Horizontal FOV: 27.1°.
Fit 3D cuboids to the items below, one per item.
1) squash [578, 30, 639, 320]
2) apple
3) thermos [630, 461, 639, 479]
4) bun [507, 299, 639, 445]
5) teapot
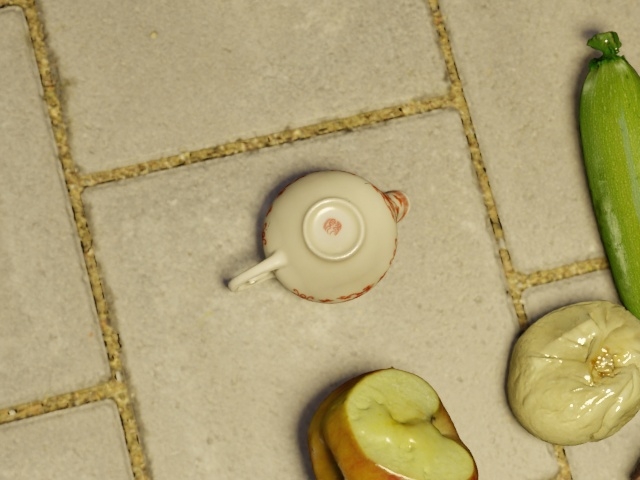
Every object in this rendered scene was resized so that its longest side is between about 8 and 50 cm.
[{"bbox_3d":[0.380,-0.072,1.636,0.101,0.101,0.378,-11,86,-7],"label":"squash"},{"bbox_3d":[0.083,0.244,1.521,0.173,0.160,0.195,-16,59,-21],"label":"apple"},{"bbox_3d":[0.483,0.342,1.552,0.265,0.146,0.176,42,36,9],"label":"thermos"},{"bbox_3d":[0.313,0.158,1.585,0.188,0.111,0.164,-23,81,-5],"label":"bun"},{"bbox_3d":[0.000,0.000,1.592,0.246,0.116,0.159,-21,94,-3],"label":"teapot"}]
